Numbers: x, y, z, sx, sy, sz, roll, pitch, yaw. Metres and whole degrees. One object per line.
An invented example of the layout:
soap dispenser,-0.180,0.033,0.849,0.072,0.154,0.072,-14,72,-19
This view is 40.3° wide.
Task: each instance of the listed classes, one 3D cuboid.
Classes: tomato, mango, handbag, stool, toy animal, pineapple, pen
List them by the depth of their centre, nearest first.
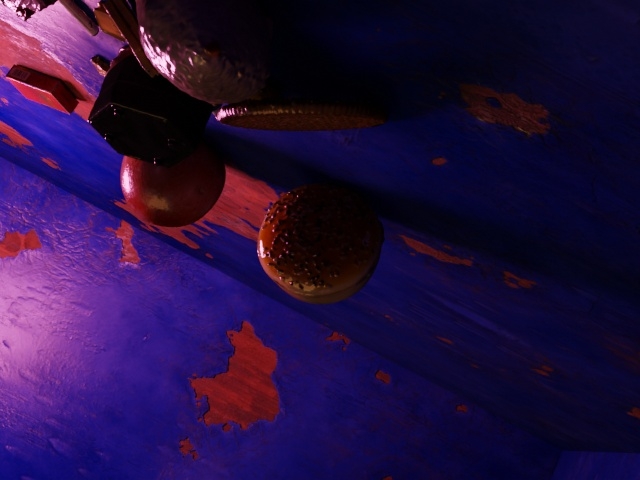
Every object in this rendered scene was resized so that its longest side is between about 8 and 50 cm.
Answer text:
toy animal,-0.173,-0.319,1.355,0.226,0.188,0.358,37,-165,-27
mango,-0.134,-0.275,1.715,0.103,0.076,0.161,28,175,-29
handbag,-0.418,-0.439,1.746,0.061,0.027,0.083,27,164,7
pen,-0.521,-0.488,1.767,0.025,0.025,0.204,17,161,35
stool,-0.345,-0.259,1.772,0.232,0.141,0.232,12,153,6
pineapple,-0.511,-0.405,2.047,0.045,0.019,0.083,31,167,11
tomato,-0.382,-0.155,2.224,0.265,0.264,0.265,26,165,7

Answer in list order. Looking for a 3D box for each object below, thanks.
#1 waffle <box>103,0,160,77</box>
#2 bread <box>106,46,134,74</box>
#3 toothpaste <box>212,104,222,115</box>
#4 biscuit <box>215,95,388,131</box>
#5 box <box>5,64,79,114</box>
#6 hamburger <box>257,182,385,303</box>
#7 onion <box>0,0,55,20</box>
waffle,-0.348,-0.385,1.646,0.148,0.042,0.102,56,176,23
bread,-0.387,-0.351,1.901,0.161,0.073,0.160,26,165,8
toothpaste,-0.256,-0.337,1.781,0.069,0.047,0.268,32,166,28
biscuit,-0.031,-0.222,1.523,0.305,0.038,0.305,0,-178,0
box,-0.763,-0.416,2.392,0.175,0.048,0.112,22,163,22
hamburger,0.000,0.000,2.012,0.300,0.300,0.176,24,154,15
onion,-0.509,-0.502,1.452,0.267,0.159,0.349,40,172,-2
